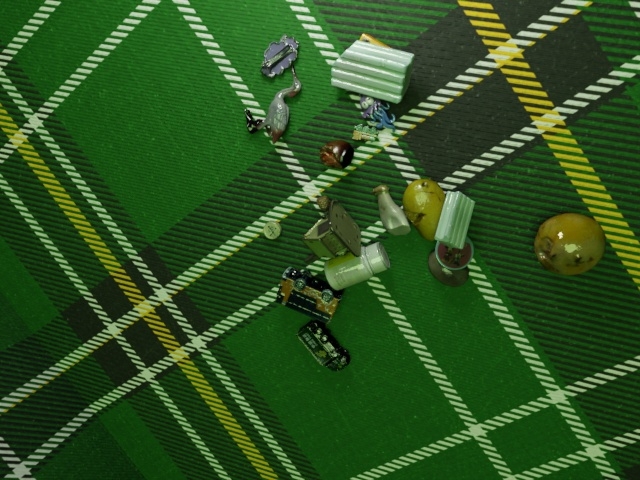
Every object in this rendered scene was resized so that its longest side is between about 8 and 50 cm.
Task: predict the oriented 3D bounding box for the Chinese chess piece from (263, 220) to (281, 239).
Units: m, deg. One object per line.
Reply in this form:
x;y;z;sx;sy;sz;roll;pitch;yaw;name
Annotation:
-0.215;-0.046;2.003;0.084;0.034;0.084;3;104;13;Chinese chess piece

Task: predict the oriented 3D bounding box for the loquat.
0.928;0.012;1.658;0.244;0.244;0.244;3;105;12;loquat

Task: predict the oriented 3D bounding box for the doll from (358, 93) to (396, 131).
0.228;-0.508;1.764;0.206;0.067;0.110;41;119;-11;doll

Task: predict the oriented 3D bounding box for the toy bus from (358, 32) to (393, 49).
0.220;-0.722;1.702;0.162;0.074;0.070;32;110;4;toy bus

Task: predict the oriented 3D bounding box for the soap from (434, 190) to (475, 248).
0.519;-0.078;1.721;0.066;0.119;0.198;8;78;53;soap

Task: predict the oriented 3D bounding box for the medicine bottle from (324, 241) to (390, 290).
0.156;0.108;1.900;0.258;0.143;0.143;-21;99;18;medicine bottle

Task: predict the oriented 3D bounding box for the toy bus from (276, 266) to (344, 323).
-0.051;0.241;1.989;0.275;0.138;0.167;23;110;4;toy bus

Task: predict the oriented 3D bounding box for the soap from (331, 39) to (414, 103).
0.190;-0.636;1.671;0.289;0.095;0.173;20;149;13;soap

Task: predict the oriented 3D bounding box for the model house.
0.000;0.000;1.865;0.278;0.205;0.218;-27;122;25;model house

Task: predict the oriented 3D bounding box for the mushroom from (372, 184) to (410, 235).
0.290;-0.122;1.841;0.116;0.093;0.225;-38;74;52;mushroom

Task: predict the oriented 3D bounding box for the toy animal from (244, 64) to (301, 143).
-0.175;-0.538;1.835;0.324;0.090;0.195;-40;84;18;toy animal

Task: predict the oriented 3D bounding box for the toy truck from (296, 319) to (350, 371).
0.019;0.488;2.062;0.121;0.088;0.259;-40;92;18;toy truck

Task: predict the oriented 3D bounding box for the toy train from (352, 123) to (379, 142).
0.183;-0.432;1.804;0.103;0.044;0.064;15;110;11;toy train

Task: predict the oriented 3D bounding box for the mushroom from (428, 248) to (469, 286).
0.529;0.121;1.840;0.188;0.117;0.141;35;121;-2;mushroom

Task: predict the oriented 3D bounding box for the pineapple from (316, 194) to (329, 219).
0.025;-0.130;1.924;0.058;0.058;0.124;-13;115;16;pineapple

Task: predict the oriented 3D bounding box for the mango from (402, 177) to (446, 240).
0.425;-0.122;1.783;0.167;0.130;0.262;-26;107;9;mango

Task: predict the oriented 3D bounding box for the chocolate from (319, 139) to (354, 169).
0.059;-0.350;1.813;0.133;0.127;0.124;24;119;23;chocolate

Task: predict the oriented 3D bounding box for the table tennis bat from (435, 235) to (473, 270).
0.547;0.001;1.788;0.153;0.040;0.244;18;84;1;table tennis bat

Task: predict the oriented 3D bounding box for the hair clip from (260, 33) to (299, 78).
-0.170;-0.744;1.799;0.195;0.052;0.124;-34;94;19;hair clip
